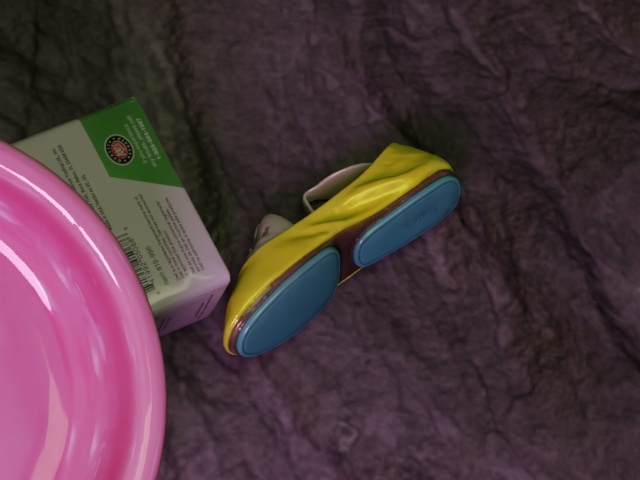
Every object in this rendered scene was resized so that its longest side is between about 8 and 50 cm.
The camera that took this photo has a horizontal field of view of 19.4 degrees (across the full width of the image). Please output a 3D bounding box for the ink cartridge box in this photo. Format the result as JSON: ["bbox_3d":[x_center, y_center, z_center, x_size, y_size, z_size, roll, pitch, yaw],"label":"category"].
[{"bbox_3d":[-0.191,0.015,1.273,0.208,0.087,0.153,-22,76,-22],"label":"ink cartridge box"}]

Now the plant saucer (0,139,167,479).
[{"bbox_3d":[-0.257,0.094,1.074,0.332,0.084,0.332,2,86,-23],"label":"plant saucer"}]

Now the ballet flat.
[{"bbox_3d":[0.000,0.000,1.345,0.231,0.077,0.077,-36,59,-27],"label":"ballet flat"}]
